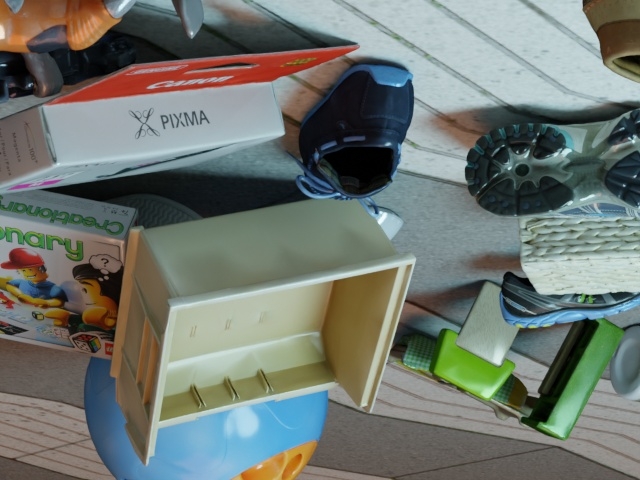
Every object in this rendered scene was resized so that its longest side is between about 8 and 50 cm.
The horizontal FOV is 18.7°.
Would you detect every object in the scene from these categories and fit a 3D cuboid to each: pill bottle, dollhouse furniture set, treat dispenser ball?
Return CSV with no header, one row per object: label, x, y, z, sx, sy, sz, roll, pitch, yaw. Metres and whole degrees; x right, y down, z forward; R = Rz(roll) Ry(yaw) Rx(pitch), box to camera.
pill bottle,0.456,0.166,2.429,0.169,0.094,0.094,13,159,-24
dollhouse furniture set,0.219,0.129,2.416,0.197,0.151,0.301,28,175,-7
treat dispenser ball,-0.134,0.183,2.294,0.288,0.288,0.288,3,161,1

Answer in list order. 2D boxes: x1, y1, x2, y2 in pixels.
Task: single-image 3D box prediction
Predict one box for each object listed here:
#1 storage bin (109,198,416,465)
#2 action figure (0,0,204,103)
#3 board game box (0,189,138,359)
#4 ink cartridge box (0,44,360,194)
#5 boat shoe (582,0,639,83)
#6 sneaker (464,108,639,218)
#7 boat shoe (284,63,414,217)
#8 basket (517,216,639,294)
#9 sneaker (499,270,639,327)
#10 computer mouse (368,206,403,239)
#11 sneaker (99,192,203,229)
storage bin,-0.068,0.092,1.993,0.262,0.123,0.260,-11,138,-24
action figure,-0.251,-0.189,1.516,0.330,0.178,0.341,-4,-170,39
board game box,-0.340,0.020,2.009,0.305,0.053,0.193,10,136,6
ink cartridge box,-0.131,-0.102,1.654,0.239,0.060,0.275,-14,178,43
boat shoe,0.321,-0.138,1.519,0.324,0.120,0.122,17,157,-34
sneaker,0.280,-0.070,1.802,0.283,0.110,0.122,2,179,11
boat shoe,0.022,-0.079,1.795,0.109,0.089,0.258,5,161,-3
basket,0.282,-0.009,1.933,0.167,0.103,0.113,-2,160,18
sneaker,0.289,0.046,2.143,0.188,0.078,0.067,-11,-170,1
computer mouse,0.000,0.000,2.105,0.193,0.042,0.106,-9,156,33
sneaker,-0.199,0.019,2.115,0.256,0.094,0.151,4,159,27
